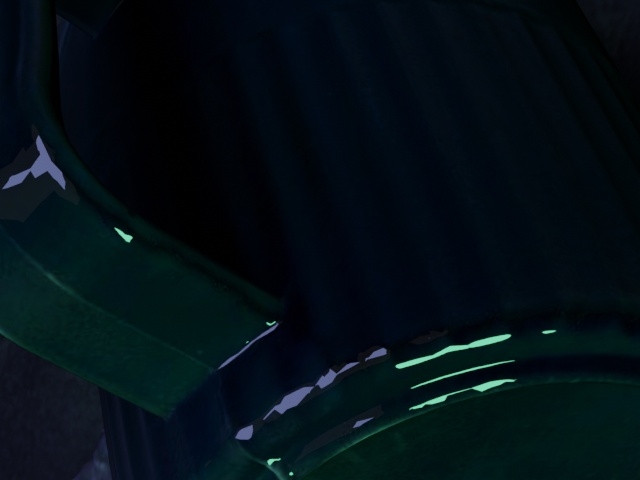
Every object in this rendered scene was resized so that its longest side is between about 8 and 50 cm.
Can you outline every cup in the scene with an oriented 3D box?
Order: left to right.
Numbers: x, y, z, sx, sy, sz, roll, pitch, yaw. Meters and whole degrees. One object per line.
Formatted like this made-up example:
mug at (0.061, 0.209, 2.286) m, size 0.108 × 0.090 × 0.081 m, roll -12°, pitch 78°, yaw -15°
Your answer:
cup at (0.018, -0.004, 0.522) m, size 0.242 × 0.308 × 0.292 m, roll -18°, pitch 42°, yaw 1°

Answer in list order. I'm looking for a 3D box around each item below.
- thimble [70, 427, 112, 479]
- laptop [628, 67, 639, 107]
thimble at (-0.040, 0.123, 0.691) m, size 0.150 × 0.150 × 0.097 m, roll 42°, pitch 107°, yaw 37°
laptop at (0.215, -0.085, 0.587) m, size 0.180 × 0.016 × 0.129 m, roll -38°, pitch 33°, yaw 27°
